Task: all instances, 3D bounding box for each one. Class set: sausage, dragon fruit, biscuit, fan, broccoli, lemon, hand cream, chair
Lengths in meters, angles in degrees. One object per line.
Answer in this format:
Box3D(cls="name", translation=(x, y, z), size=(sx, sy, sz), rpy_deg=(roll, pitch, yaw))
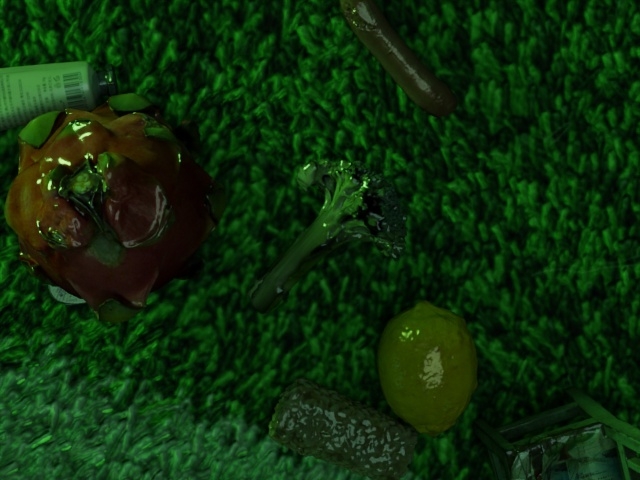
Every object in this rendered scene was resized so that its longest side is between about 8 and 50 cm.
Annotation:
Box3D(cls="sausage", translation=(0.080, -0.205, 1.524), size=(0.043, 0.043, 0.186), rpy_deg=(-42, 104, -2))
Box3D(cls="dragon fruit", translation=(-0.208, -0.039, 1.408), size=(0.224, 0.227, 0.224), rpy_deg=(-4, 101, -20))
Box3D(cls="biscuit", translation=(0.025, 0.216, 1.571), size=(0.168, 0.070, 0.082), rpy_deg=(26, 85, -12))
Box3D(cls="fan", translation=(-0.270, 0.036, 1.515), size=(0.060, 0.003, 0.080), rpy_deg=(-33, 104, -5))
Box3D(cls="broccoli", translation=(0.001, 0.002, 1.523), size=(0.204, 0.118, 0.122), rpy_deg=(-40, 135, 14))
Box3D(cls="lemon", translation=(0.118, 0.142, 1.552), size=(0.114, 0.114, 0.155), rpy_deg=(-5, 101, -10))
Box3D(cls="hand cream", translation=(-0.327, -0.145, 1.456), size=(0.234, 0.050, 0.080), rpy_deg=(-9, 105, -5))
Box3D(cls="chair", translation=(0.278, 0.270, 1.524), size=(0.147, 0.270, 0.136), rpy_deg=(-17, 103, -9))
